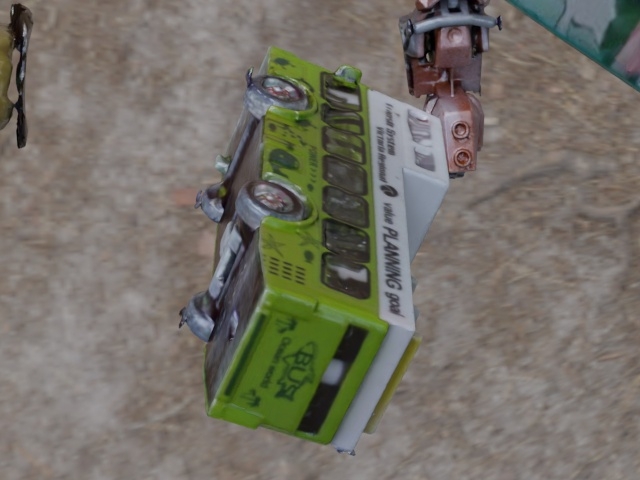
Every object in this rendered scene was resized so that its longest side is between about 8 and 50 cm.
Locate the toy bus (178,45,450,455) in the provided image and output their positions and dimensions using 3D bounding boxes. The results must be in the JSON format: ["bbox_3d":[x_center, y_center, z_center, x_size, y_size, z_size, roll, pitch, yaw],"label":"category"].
[{"bbox_3d":[0.000,0.000,1.055,0.139,0.302,0.113,19,119,-10],"label":"toy bus"}]

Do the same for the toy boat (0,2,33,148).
[{"bbox_3d":[-0.205,-0.126,0.780,0.135,0.445,0.162,8,104,-15],"label":"toy boat"}]

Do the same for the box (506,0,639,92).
[{"bbox_3d":[0.145,-0.091,0.444,0.245,0.092,0.153,44,112,48],"label":"box"}]

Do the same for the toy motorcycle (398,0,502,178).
[{"bbox_3d":[0.113,-0.159,1.556,0.084,0.118,0.213,-5,95,-7],"label":"toy motorcycle"}]
